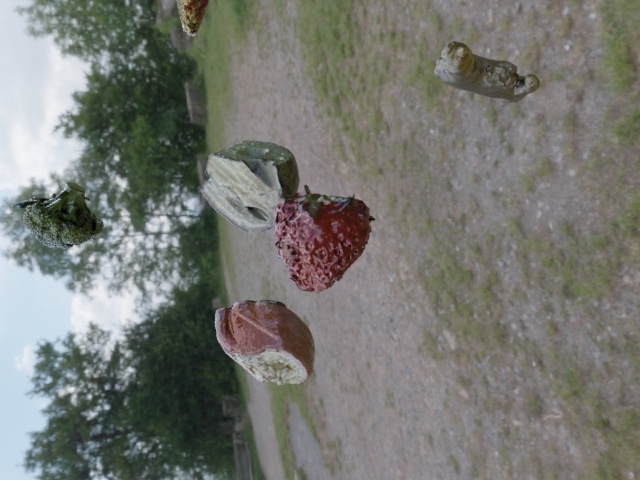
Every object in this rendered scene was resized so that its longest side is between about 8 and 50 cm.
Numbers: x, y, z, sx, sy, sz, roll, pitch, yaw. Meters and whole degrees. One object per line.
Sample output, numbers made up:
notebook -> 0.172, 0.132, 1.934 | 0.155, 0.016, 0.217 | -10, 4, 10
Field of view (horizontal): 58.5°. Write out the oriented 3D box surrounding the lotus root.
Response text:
lotus root -> -0.152, -0.139, 1.386 | 0.314, 0.142, 0.210 | 33, 125, 39

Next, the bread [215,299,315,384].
bread -> -0.103, 0.233, 1.261 | 0.244, 0.190, 0.123 | 52, -146, -49

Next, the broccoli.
broccoli -> -0.460, -0.044, 1.022 | 0.120, 0.131, 0.130 | -58, -10, 11

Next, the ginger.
ginger -> 0.367, -0.354, 1.248 | 0.166, 0.333, 0.080 | 22, 98, 57

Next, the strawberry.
strawberry -> 0.000, 0.000, 1.074 | 0.184, 0.187, 0.201 | -135, 52, -81

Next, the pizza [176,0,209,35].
pizza -> -0.338, -0.658, 1.513 | 0.199, 0.062, 0.188 | 34, -113, -79
